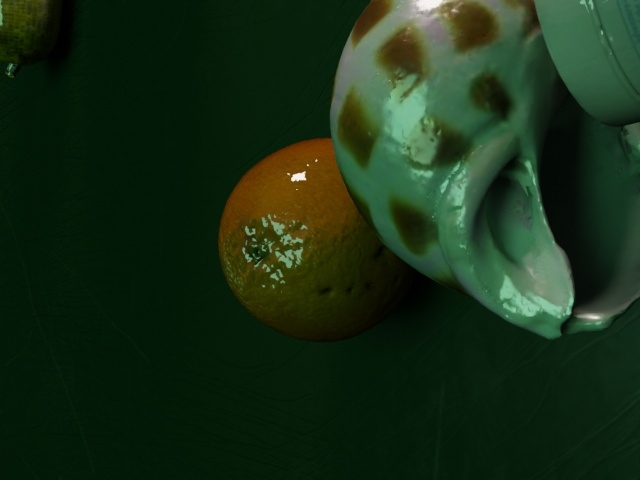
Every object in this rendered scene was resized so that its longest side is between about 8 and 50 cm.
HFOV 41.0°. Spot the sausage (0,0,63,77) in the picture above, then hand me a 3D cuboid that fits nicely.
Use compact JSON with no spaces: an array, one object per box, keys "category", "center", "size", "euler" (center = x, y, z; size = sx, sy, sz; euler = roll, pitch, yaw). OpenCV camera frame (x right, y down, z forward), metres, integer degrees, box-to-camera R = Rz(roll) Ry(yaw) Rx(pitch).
[{"category":"sausage","center":[-0.425,-0.404,1.212],"size":[0.123,0.123,0.347],"euler":[18,107,41]}]

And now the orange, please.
[{"category":"orange","center":[0.000,0.000,0.803],"size":[0.206,0.206,0.206],"euler":[6,98,43]}]

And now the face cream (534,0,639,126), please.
[{"category":"face cream","center":[0.249,-0.176,0.564],"size":[0.153,0.177,0.177],"euler":[-12,86,42]}]

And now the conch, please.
[{"category":"conch","center":[0.130,-0.102,0.681],"size":[0.197,0.250,0.367],"euler":[149,126,-70]}]
